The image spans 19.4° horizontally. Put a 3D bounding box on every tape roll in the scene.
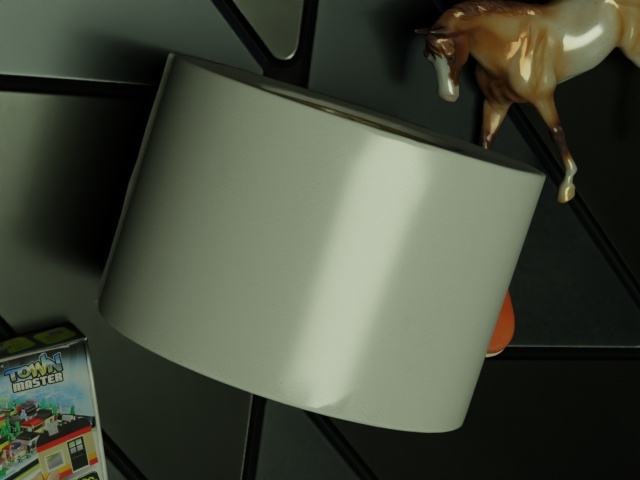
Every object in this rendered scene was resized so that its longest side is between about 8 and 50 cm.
[{"bbox_3d":[0.000,0.000,1.166,0.246,0.246,0.169,14,98,-28],"label":"tape roll"}]

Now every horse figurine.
[{"bbox_3d":[0.190,-0.126,1.323,0.263,0.066,0.174,-24,119,-15],"label":"horse figurine"}]

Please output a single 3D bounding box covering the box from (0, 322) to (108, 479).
[{"bbox_3d":[-0.246,0.132,1.203,0.207,0.036,0.114,-13,109,-22],"label":"box"}]

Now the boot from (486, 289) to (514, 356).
[{"bbox_3d":[0.108,0.024,1.314,0.059,0.084,0.158,-32,117,-16],"label":"boot"}]
